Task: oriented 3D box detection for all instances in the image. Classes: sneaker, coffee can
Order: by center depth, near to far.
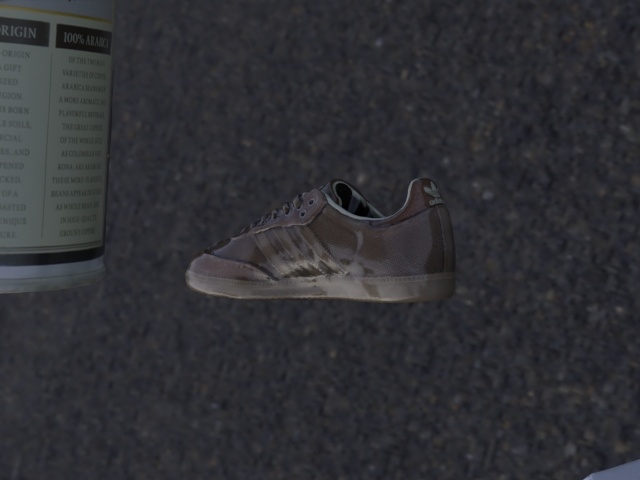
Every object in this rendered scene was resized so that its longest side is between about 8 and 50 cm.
[{"bbox_3d":[-0.198,-0.122,0.719,0.201,0.201,0.275,11,99,58],"label":"coffee can"},{"bbox_3d":[0.000,0.000,0.864,0.188,0.066,0.071,0,90,36],"label":"sneaker"}]

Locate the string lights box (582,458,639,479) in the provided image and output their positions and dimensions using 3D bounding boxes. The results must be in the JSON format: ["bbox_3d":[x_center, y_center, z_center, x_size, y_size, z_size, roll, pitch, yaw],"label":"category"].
[{"bbox_3d":[0.189,0.203,0.549,0.259,0.133,0.077,59,134,25],"label":"string lights box"}]
